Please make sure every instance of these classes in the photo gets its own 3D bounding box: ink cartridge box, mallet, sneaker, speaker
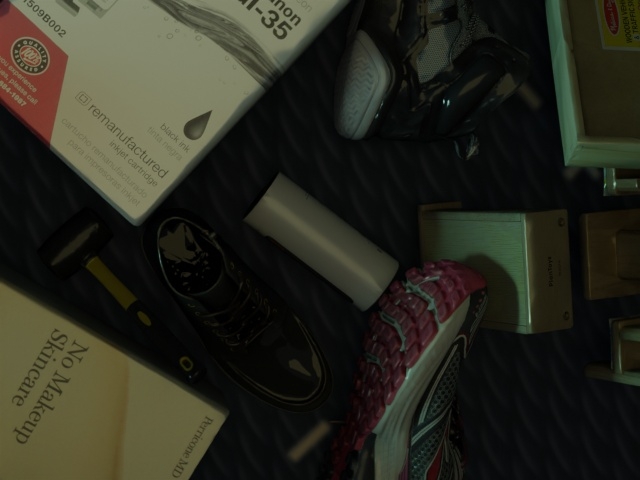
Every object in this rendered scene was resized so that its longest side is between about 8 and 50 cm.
[{"bbox_3d":[-0.130,-0.183,1.241,0.207,0.117,0.283,43,88,-7],"label":"ink cartridge box"},{"bbox_3d":[-0.154,0.043,1.254,0.189,0.039,0.062,36,82,22],"label":"mallet"},{"bbox_3d":[-0.071,0.068,1.262,0.083,0.118,0.222,-44,97,-3],"label":"sneaker"},{"bbox_3d":[0.111,-0.202,1.281,0.153,0.101,0.269,15,97,-8],"label":"sneaker"},{"bbox_3d":[0.000,0.000,1.299,0.136,0.055,0.055,37,88,-8],"label":"speaker"},{"bbox_3d":[0.081,0.151,1.274,0.112,0.121,0.299,11,117,-14],"label":"sneaker"}]

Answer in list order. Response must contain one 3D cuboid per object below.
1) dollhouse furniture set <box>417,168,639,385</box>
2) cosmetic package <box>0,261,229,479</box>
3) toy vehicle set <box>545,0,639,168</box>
[{"bbox_3d":[0.230,0.013,1.309,0.242,0.161,0.212,-6,94,-29],"label":"dollhouse furniture set"},{"bbox_3d":[-0.248,0.123,1.248,0.309,0.113,0.160,30,89,-7],"label":"cosmetic package"},{"bbox_3d":[0.277,-0.181,1.262,0.165,0.035,0.267,2,61,-6],"label":"toy vehicle set"}]
